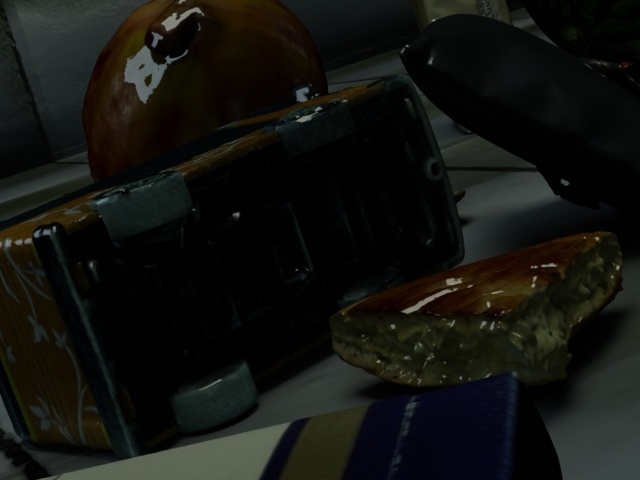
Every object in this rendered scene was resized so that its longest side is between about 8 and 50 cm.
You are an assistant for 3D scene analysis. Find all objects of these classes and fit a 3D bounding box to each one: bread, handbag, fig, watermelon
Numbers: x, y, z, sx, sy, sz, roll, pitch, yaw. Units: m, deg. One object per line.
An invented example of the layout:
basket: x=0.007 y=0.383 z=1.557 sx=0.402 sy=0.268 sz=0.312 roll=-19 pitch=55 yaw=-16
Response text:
bread: x=0.065 y=0.040 z=0.633 sx=0.135 sy=0.054 sz=0.154 roll=-9 pitch=7 yaw=27
handbag: x=0.152 y=-0.081 z=0.848 sx=0.211 sy=0.089 sz=0.254 roll=26 pitch=12 yaw=1
fig: x=-0.097 y=-0.110 z=1.142 sx=0.224 sy=0.224 sz=0.263 roll=-24 pitch=-8 yaw=-34
watermelon: x=0.341 y=-0.320 z=1.418 sx=0.285 sy=0.285 sz=0.285 roll=-16 pitch=11 yaw=3

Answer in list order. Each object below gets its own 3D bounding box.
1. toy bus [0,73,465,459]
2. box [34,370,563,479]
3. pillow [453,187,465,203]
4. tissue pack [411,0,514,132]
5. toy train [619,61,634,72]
toy bus: x=-0.059 y=0.008 z=0.772 sx=0.275 sy=0.139 sz=0.167 roll=-28 pitch=14 yaw=-39
box: x=-0.058 y=0.118 z=0.376 sx=0.259 sy=0.071 sz=0.168 roll=-13 pitch=11 yaw=14
pillow: x=0.000 y=-0.001 z=0.988 sx=0.217 sy=0.033 sz=0.130 roll=-21 pitch=11 yaw=-22
tissue pack: x=0.159 y=-0.226 z=1.452 sx=0.092 sy=0.196 sz=0.148 roll=-16 pitch=11 yaw=1
toy train: x=0.244 y=-0.123 z=1.199 sx=0.087 sy=0.050 sz=0.138 roll=-15 pitch=10 yaw=27
